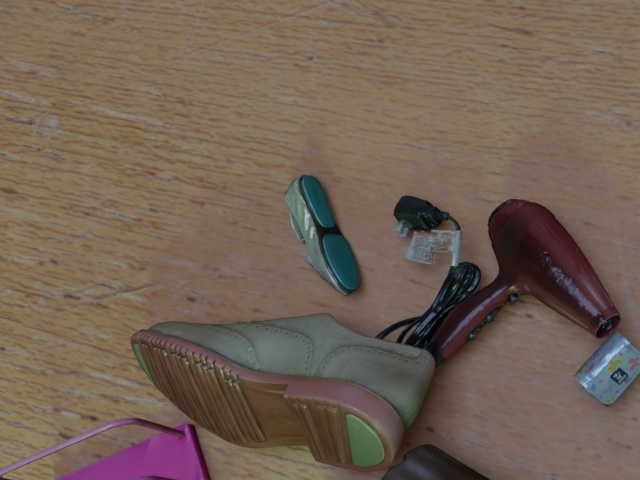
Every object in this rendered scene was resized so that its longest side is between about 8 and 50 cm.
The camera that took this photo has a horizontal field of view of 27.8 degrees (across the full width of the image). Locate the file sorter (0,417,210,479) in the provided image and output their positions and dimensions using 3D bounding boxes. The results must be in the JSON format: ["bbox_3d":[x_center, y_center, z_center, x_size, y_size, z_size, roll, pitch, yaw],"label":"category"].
[{"bbox_3d":[-0.226,0.370,1.461,0.202,0.182,0.291,-25,69,12],"label":"file sorter"}]

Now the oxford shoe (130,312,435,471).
[{"bbox_3d":[-0.047,0.152,1.493,0.397,0.140,0.146,13,46,34],"label":"oxford shoe"}]

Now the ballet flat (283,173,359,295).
[{"bbox_3d":[0.000,0.000,1.555,0.052,0.057,0.168,-39,60,37],"label":"ballet flat"}]

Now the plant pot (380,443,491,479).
[{"bbox_3d":[0.143,0.312,1.365,0.165,0.167,0.167,33,89,32],"label":"plant pot"}]

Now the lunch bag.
[{"bbox_3d":[0.311,0.138,1.383,0.071,0.083,0.053,-48,66,2],"label":"lunch bag"}]

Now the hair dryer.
[{"bbox_3d":[0.201,0.062,1.454,0.293,0.080,0.224,3,80,35],"label":"hair dryer"}]
